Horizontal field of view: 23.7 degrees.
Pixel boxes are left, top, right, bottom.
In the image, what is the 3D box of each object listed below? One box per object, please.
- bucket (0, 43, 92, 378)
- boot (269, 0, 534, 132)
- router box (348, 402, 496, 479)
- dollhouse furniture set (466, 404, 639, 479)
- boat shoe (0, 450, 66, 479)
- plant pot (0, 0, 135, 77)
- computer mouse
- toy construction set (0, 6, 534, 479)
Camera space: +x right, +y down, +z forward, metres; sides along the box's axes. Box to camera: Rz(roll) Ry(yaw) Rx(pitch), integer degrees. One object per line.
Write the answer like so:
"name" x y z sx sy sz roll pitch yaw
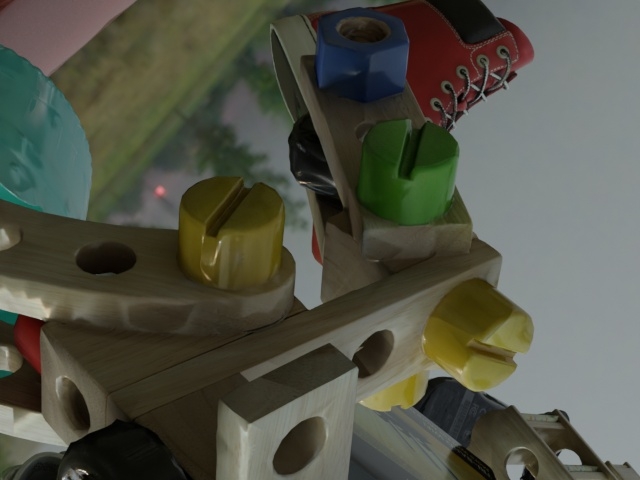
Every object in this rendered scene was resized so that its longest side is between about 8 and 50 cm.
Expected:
"bucket" -0.303 -0.015 1.133 0.281 0.281 0.183 -46 -157 29
"boot" 0.080 -0.074 1.032 0.176 0.244 0.088 -13 146 -8
"router box" 0.009 0.156 1.137 0.081 0.309 0.243 -50 -169 10
"dollhouse furniture set" 0.177 0.235 1.379 0.161 0.101 0.182 -47 153 16
"boat shoe" -0.141 0.151 0.840 0.083 0.076 0.226 -20 -173 -28
"plant pot" -0.290 -0.280 1.304 0.267 0.267 0.236 -40 -173 4
"computer mouse" 0.144 0.238 1.581 0.060 0.262 0.184 19 -91 46
"toy construction set" 0.000 0.000 0.517 0.237 0.257 0.309 41 -67 44
